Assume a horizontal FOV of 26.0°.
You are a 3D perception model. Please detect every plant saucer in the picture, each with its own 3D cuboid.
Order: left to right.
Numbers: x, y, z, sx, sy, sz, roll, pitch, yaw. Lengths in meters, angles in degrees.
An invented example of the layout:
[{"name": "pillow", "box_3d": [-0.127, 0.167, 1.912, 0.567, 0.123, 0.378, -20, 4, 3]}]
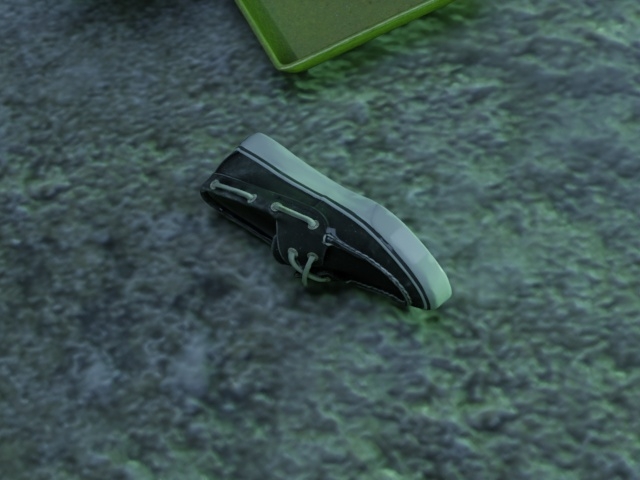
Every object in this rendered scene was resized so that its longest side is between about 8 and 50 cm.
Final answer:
[{"name": "plant saucer", "box_3d": [0.015, -0.228, 1.171, 0.188, 0.045, 0.188, -26, 57, -6]}]

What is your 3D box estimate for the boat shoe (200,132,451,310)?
[{"name": "boat shoe", "box_3d": [0.000, 0.000, 1.011, 0.070, 0.077, 0.219, -43, 52, -18]}]
